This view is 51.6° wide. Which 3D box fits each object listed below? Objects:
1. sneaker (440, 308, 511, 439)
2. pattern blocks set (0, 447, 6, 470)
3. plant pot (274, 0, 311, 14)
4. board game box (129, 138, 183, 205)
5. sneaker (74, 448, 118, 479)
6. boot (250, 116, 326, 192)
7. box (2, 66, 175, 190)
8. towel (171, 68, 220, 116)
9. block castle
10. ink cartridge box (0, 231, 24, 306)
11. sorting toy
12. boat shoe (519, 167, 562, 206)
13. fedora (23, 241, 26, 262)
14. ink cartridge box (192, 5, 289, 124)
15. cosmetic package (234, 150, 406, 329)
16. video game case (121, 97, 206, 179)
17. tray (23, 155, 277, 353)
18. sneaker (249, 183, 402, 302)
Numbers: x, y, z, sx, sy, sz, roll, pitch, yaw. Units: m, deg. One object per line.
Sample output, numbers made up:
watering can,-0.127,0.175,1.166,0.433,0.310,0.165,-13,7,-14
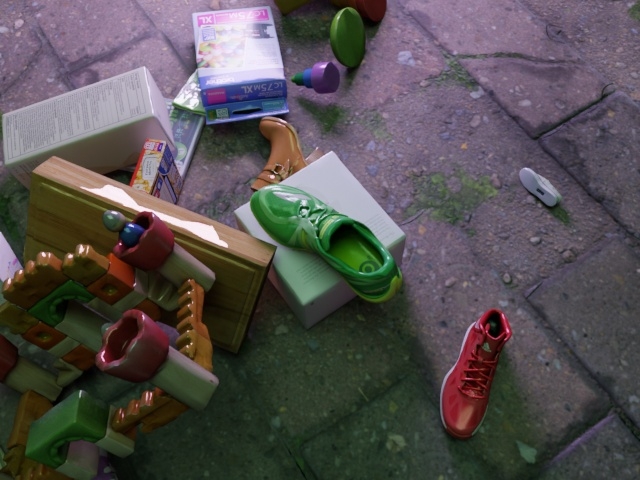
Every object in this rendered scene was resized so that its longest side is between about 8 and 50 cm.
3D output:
sneaker,0.257,0.211,1.105,0.086,0.128,0.221,13,63,11
pattern blocks set,-0.576,0.425,1.094,0.285,0.026,0.325,-23,64,-8
plant pot,-0.055,-0.692,1.514,0.212,0.187,0.212,-19,60,24
board game box,-0.323,-0.073,1.273,0.045,0.147,0.194,8,63,7
sneaker,-0.307,0.430,1.045,0.160,0.102,0.282,-9,73,-6
boot,-0.091,-0.156,1.349,0.197,0.073,0.152,37,74,22
box,-0.469,-0.220,1.349,0.310,0.121,0.148,-17,60,1
towel,-0.245,-0.334,1.458,0.113,0.023,0.152,17,53,12
block castle,-0.376,0.175,0.978,0.453,0.213,0.303,-34,37,19
ink cartridge box,-0.612,0.071,1.224,0.092,0.143,0.090,-10,45,-2
sorting toy,0.030,-0.472,1.501,0.126,0.127,0.366,7,58,33
boat shoe,0.440,-0.109,1.320,0.035,0.035,0.100,-18,55,-37
fedora,-0.494,0.005,1.279,0.194,0.079,0.195,-1,62,3
ink cartridge box,-0.178,-0.392,1.455,0.185,0.065,0.311,-8,58,-6
cosmetic package,0.000,0.000,1.223,0.224,0.138,0.225,-32,65,-14
video game case,-0.348,-0.225,1.423,0.173,0.022,0.191,10,63,8
tray,-0.299,0.030,1.140,0.410,0.203,0.076,22,33,0
sneaker,0.012,-0.017,1.086,0.295,0.124,0.109,33,69,17
